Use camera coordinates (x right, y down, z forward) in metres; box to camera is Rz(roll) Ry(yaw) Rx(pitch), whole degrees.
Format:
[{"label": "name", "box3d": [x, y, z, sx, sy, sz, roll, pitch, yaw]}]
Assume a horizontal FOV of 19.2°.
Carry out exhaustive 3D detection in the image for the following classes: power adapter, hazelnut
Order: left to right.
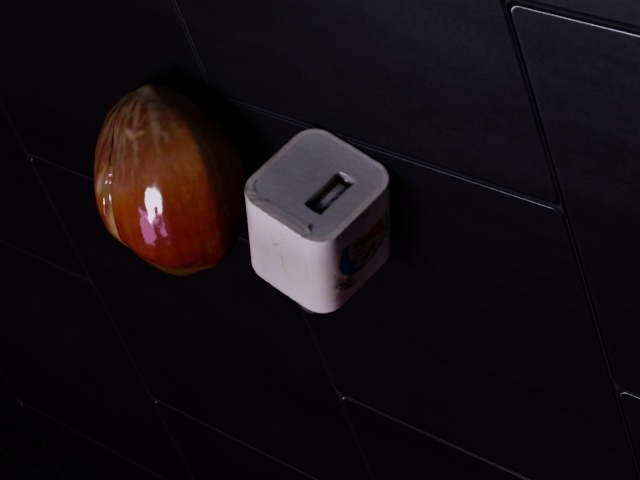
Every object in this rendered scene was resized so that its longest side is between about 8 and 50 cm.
[{"label": "hazelnut", "box3d": [-0.179, -0.070, 2.153, 0.181, 0.181, 0.212, 38, 173, -36]}, {"label": "power adapter", "box3d": [0.000, 0.000, 2.046, 0.125, 0.130, 0.205, 33, 152, 24]}]
